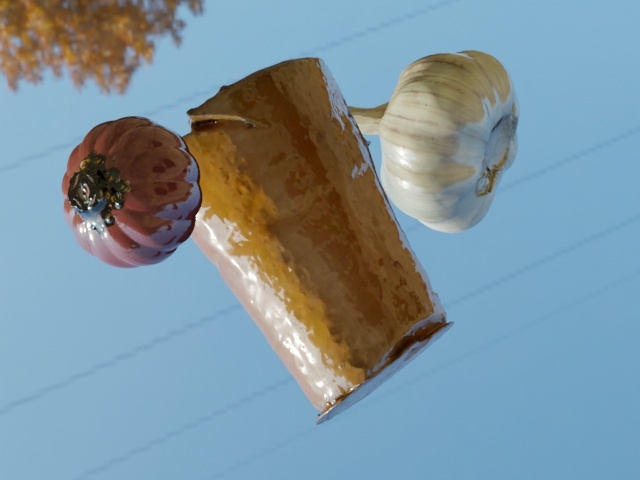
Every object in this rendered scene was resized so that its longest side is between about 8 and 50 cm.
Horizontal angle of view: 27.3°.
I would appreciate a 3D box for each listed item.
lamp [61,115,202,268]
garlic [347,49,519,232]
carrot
[{"bbox_3d":[-0.132,-0.034,0.922,0.107,0.107,0.092,31,-162,33],"label":"lamp"},{"bbox_3d":[0.093,-0.116,1.428,0.226,0.199,0.199,12,-136,23],"label":"garlic"},{"bbox_3d":[0.000,0.000,1.101,0.196,0.196,0.254,-29,-106,-25],"label":"carrot"}]
